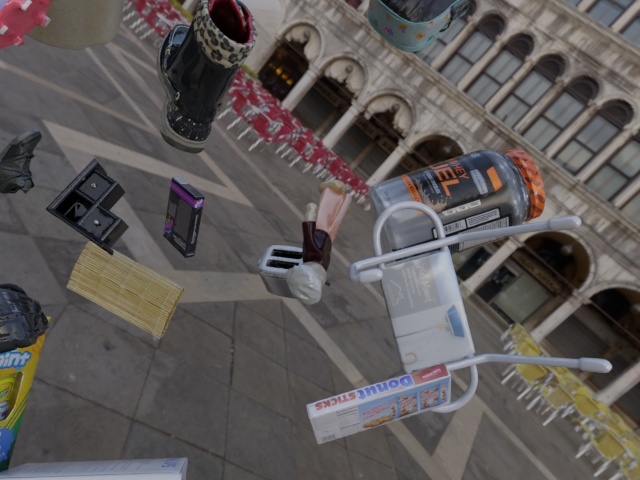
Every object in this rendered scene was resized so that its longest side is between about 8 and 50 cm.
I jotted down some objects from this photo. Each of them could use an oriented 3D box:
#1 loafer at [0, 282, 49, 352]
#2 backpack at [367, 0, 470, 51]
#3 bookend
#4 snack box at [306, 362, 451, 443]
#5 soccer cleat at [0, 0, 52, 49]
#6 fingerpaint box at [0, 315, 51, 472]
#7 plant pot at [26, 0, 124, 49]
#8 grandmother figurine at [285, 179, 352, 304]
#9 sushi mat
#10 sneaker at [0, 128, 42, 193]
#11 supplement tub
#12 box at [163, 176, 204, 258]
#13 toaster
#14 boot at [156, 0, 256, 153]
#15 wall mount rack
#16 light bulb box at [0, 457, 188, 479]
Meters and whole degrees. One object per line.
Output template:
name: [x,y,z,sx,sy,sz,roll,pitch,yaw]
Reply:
loafer: [-0.394,0.093,0.559,0.076,0.078,0.223,-9,-1,-32]
backpack: [0.184,-0.461,0.848,0.166,0.188,0.144,45,-19,7]
bookend: [-0.505,-0.076,1.016,0.157,0.156,0.072,35,-17,4]
snack box: [0.075,0.204,0.545,0.022,0.179,0.064,-112,-172,-53]
soccer cleat: [-0.367,-0.353,0.544,0.095,0.248,0.083,34,-1,-17]
fingerpaint box: [-0.767,0.305,0.787,0.163,0.370,0.445,11,-7,14]
plant pot: [-0.507,-0.569,0.851,0.334,0.305,0.333,12,56,-19]
grandmother figurine: [0.000,0.000,1.046,0.342,0.104,0.207,-74,148,-40]
sushi mat: [-0.532,0.127,1.191,0.317,0.151,0.019,26,-1,9]
sneaker: [-0.925,-0.235,1.366,0.130,0.227,0.087,40,-7,-12]
supplement tub: [0.293,-0.075,0.976,0.207,0.338,0.206,-18,90,-87]
box: [-0.327,-0.054,1.043,0.029,0.162,0.116,-7,34,-46]
toaster: [-0.091,0.101,1.395,0.227,0.129,0.146,7,-33,24]
boot: [-0.151,-0.254,0.578,0.085,0.178,0.236,12,52,-32]
wall mount rack: [0.213,0.103,0.634,0.130,0.305,0.349,-89,164,-82]
light bulb box: [-0.475,0.649,0.888,0.362,0.357,0.225,4,-19,-11]
